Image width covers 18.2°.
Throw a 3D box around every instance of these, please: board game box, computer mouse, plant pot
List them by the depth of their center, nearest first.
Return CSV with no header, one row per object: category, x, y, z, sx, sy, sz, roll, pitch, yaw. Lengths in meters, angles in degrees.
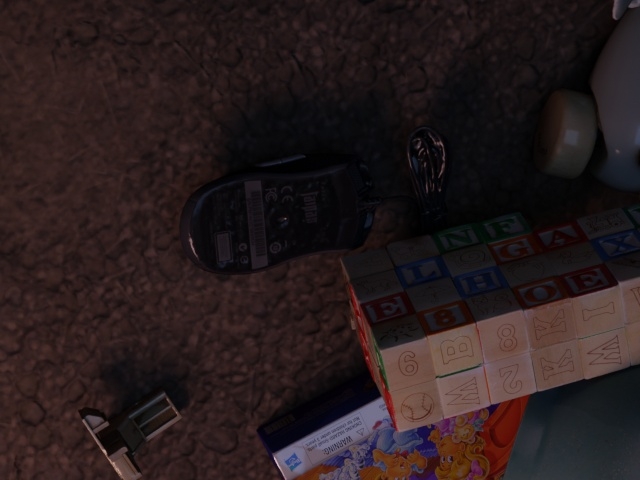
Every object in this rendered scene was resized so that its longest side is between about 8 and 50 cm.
plant pot,0.259,0.225,1.758,0.196,0.293,0.293,16,99,10
computer mouse,0.000,0.000,1.828,0.262,0.060,0.184,-15,113,-13
board game box,0.147,0.206,1.893,0.347,0.078,0.233,-28,107,-6

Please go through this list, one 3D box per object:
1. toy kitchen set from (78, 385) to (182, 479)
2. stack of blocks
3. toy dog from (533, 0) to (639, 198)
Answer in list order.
toy kitchen set,-0.170,0.163,1.804,0.075,0.083,0.068,-34,108,-4
stack of blocks,0.182,0.052,1.758,0.297,0.171,0.087,-15,118,-4
toy dog,0.309,-0.174,1.803,0.220,0.161,0.334,-7,104,-12
